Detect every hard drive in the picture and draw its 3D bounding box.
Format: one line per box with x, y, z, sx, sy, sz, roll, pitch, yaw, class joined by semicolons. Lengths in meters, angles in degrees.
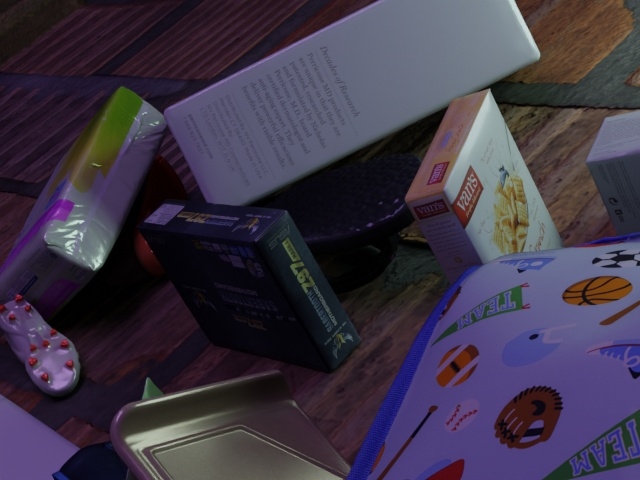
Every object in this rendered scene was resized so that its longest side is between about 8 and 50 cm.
-0.388;0.286;1.542;0.203;0.040;0.307;-41;28;-21;hard drive

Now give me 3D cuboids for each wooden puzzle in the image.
-0.032;0.214;1.042;0.044;0.238;0.221;-50;-23;27;wooden puzzle

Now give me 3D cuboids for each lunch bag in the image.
0.226;0.142;0.961;0.328;0.239;0.385;-11;39;37;lunch bag

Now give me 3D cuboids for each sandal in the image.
0.001;-0.001;1.612;0.446;0.107;0.167;-15;28;54;sandal

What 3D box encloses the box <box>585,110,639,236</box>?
0.340;-0.073;1.368;0.102;0.101;0.087;-9;32;36;box

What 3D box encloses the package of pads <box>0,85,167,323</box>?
-0.335;-0.039;1.864;0.229;0.101;0.296;-40;24;48;package of pads

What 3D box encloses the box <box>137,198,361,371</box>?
-0.083;0.047;1.492;0.059;0.183;0.233;-45;31;-27;box

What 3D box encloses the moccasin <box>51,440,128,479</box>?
-0.157;0.245;1.273;0.117;0.137;0.342;-34;27;-19;moccasin

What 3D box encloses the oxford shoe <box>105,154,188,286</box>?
-0.254;-0.032;1.910;0.098;0.097;0.271;-27;26;18;oxford shoe

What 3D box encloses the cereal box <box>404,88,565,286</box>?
0.168;0.003;1.251;0.047;0.240;0.173;-13;31;31;cereal box

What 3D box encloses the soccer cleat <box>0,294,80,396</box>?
-0.360;0.145;1.741;0.068;0.076;0.196;-28;44;-20;soccer cleat

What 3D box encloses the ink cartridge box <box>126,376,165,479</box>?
-0.058;0.225;1.091;0.056;0.235;0.171;-30;25;16;ink cartridge box

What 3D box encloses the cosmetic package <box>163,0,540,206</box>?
0.044;-0.205;1.763;0.453;0.161;0.230;-26;5;7;cosmetic package
